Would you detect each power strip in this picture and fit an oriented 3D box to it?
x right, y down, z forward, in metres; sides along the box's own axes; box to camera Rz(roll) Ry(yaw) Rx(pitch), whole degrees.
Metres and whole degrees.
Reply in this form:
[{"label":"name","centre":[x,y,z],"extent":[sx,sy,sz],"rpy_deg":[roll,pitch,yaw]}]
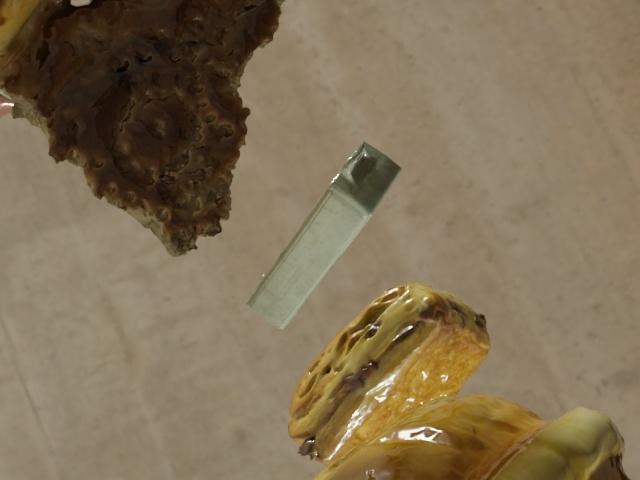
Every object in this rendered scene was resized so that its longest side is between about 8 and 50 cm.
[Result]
[{"label":"power strip","centre":[0.000,0.000,1.233],"extent":[0.052,0.078,0.272],"rpy_deg":[36,142,-1]}]

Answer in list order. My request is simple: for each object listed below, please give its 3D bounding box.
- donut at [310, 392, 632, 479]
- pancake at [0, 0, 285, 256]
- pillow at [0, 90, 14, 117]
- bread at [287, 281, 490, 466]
[{"label":"donut","centre":[0.035,0.281,0.794],"extent":[0.198,0.449,0.449],"rpy_deg":[39,162,21]},{"label":"pancake","centre":[-0.086,-0.117,0.740],"extent":[0.057,0.266,0.244],"rpy_deg":[135,117,-70]},{"label":"pillow","centre":[-0.393,-0.142,1.244],"extent":[0.179,0.171,0.075],"rpy_deg":[-23,53,52]},{"label":"bread","centre":[0.073,0.151,1.419],"extent":[0.099,0.235,0.210],"rpy_deg":[43,-173,28]}]
